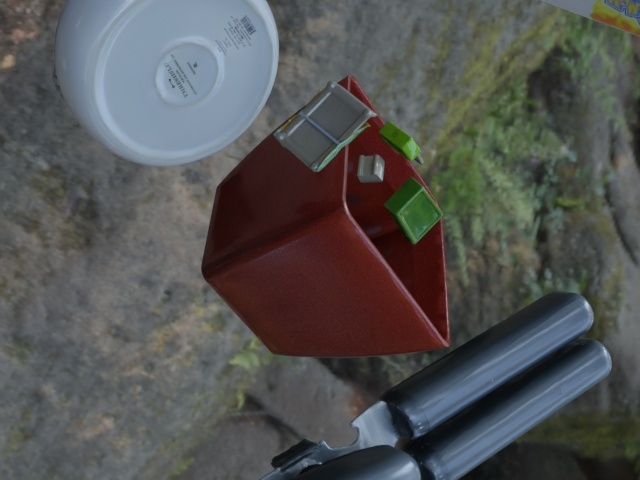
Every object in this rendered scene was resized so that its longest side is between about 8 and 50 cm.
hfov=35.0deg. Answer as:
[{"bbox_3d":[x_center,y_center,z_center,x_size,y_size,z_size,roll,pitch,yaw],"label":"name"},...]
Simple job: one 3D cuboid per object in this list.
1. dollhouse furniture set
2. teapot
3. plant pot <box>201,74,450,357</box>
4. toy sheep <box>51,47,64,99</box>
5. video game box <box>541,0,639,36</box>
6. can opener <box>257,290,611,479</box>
[{"bbox_3d":[0.039,-0.067,0.874,0.076,0.151,0.058,-46,148,-3],"label":"dollhouse furniture set"},{"bbox_3d":[-0.182,-0.219,1.088,0.252,0.187,0.256,-3,125,-33],"label":"teapot"},{"bbox_3d":[0.000,0.000,1.310,0.267,0.235,0.267,51,28,-34],"label":"plant pot"},{"bbox_3d":[-0.376,-0.253,1.586,0.132,0.091,0.091,44,68,-40],"label":"toy sheep"},{"bbox_3d":[0.186,-0.241,0.681,0.048,0.205,0.187,-42,144,-28],"label":"video game box"},{"bbox_3d":[0.078,0.123,0.634,0.280,0.093,0.074,-29,104,-25],"label":"can opener"}]
